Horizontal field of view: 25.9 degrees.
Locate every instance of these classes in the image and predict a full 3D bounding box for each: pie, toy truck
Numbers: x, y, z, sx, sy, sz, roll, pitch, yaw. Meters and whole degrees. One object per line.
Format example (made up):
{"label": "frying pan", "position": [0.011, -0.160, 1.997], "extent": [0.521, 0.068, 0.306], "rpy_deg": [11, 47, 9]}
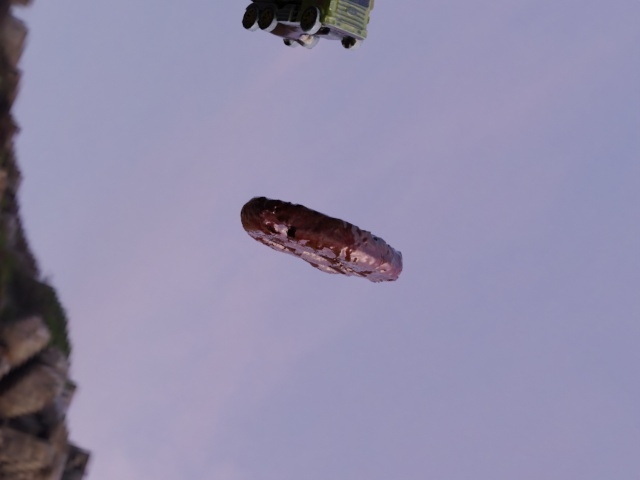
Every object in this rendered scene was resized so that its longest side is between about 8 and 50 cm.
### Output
{"label": "pie", "position": [0.000, 0.000, 1.209], "extent": [0.154, 0.154, 0.036], "rpy_deg": [11, -103, 52]}
{"label": "toy truck", "position": [-0.014, -0.308, 1.758], "extent": [0.191, 0.085, 0.116], "rpy_deg": [13, -91, 52]}
